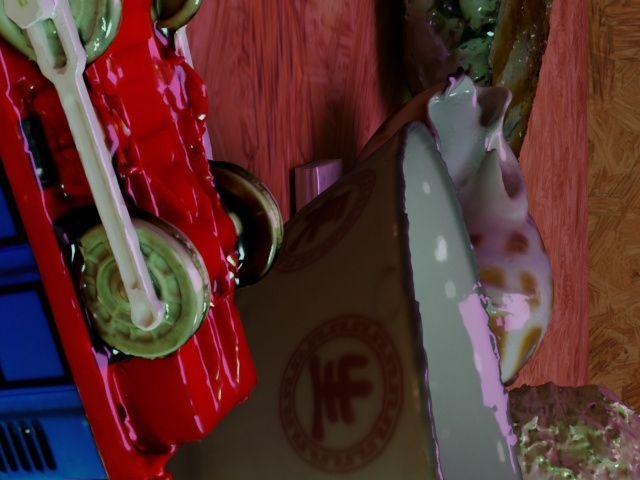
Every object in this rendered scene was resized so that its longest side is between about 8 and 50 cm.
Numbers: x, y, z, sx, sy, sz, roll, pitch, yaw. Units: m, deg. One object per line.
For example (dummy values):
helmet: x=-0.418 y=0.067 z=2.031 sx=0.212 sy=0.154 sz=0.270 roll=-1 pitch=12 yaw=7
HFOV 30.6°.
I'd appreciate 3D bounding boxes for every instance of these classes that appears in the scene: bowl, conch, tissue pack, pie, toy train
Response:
bowl: x=0.014 y=0.117 z=0.601 sx=0.337 sy=0.157 sz=0.337 roll=-12 pitch=90 yaw=-78
conch: x=0.084 y=0.024 z=0.855 sx=0.183 sy=0.149 sz=0.275 roll=19 pitch=62 yaw=-43
tissue pack: x=0.000 y=0.000 z=0.798 sx=0.056 sy=0.023 sz=0.108 roll=-32 pitch=122 yaw=-69
pie: x=0.153 y=-0.220 z=1.049 sx=0.288 sy=0.103 sz=0.354 roll=-37 pitch=134 yaw=-68
toy train: x=-0.090 y=-0.025 z=0.375 sx=0.083 sy=0.131 sz=0.204 roll=-40 pitch=119 yaw=-59

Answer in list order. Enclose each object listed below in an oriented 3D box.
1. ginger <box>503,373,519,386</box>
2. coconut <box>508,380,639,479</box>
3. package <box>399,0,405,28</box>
ginger: x=0.123 y=0.053 z=1.077 sx=0.258 sy=0.065 sz=0.149 roll=-30 pitch=95 yaw=-88
coconut: x=0.176 y=0.291 z=0.954 sx=0.297 sy=0.297 sz=0.309 roll=62 pitch=29 yaw=-57
package: x=0.092 y=-0.275 z=1.036 sx=0.171 sy=0.027 sz=0.173 roll=-39 pitch=134 yaw=-67
